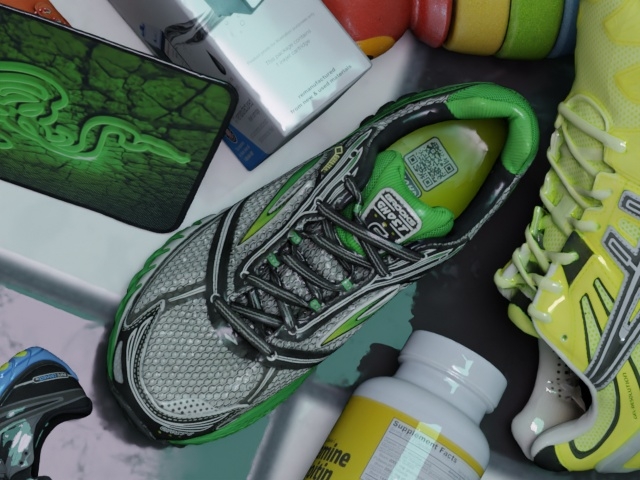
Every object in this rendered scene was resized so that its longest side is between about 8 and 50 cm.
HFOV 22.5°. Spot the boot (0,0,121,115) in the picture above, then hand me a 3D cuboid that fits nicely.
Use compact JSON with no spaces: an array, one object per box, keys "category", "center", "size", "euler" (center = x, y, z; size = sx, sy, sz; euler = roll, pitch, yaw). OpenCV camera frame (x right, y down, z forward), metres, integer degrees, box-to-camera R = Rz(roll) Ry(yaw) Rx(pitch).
[{"category":"boot","center":[-0.183,-0.133,1.060],"size":[0.158,0.084,0.059],"euler":[45,76,-2]}]

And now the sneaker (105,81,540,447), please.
[{"category":"sneaker","center":[0.000,0.000,1.053],"size":[0.343,0.146,0.134],"euler":[-42,92,-16]}]

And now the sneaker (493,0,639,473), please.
[{"category":"sneaker","center":[0.194,-0.001,1.029],"size":[0.147,0.145,0.384],"euler":[-16,118,-15]}]

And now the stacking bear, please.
[{"category":"stacking bear","center":[0.110,-0.192,1.111],"size":[0.289,0.175,0.164],"euler":[-6,85,-7]}]

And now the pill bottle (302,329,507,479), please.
[{"category":"pill bottle","center":[0.048,0.156,1.063],"size":[0.103,0.103,0.184],"euler":[33,75,-7]}]

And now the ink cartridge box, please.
[{"category":"ink cartridge box","center":[-0.067,-0.152,1.062],"size":[0.082,0.139,0.190],"euler":[-41,92,-14]}]

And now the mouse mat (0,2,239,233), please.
[{"category":"mouse mat","center":[-0.161,-0.077,1.031],"size":[0.190,0.152,0.007],"euler":[19,46,-10]}]

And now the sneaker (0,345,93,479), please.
[{"category":"sneaker","center":[-0.214,0.155,1.016],"size":[0.078,0.067,0.188],"euler":[37,72,0]}]
